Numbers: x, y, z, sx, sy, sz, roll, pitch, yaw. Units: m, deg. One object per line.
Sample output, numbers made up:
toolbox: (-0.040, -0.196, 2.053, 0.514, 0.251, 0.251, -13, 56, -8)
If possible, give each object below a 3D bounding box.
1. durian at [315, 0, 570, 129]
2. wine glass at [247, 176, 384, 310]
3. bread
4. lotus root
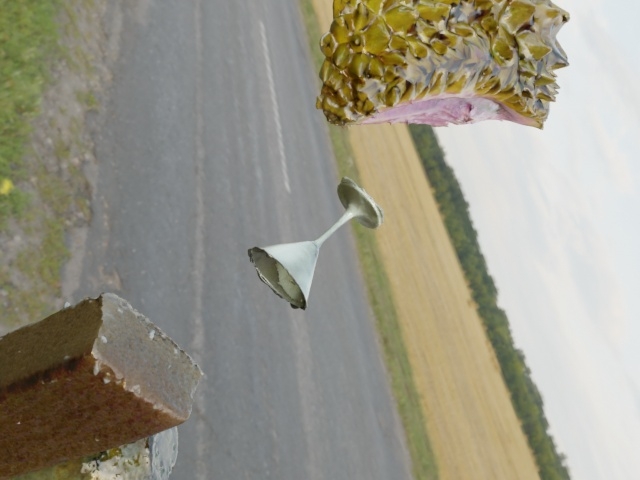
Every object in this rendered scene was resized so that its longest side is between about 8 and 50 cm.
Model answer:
durian: (0.138, -0.188, 0.724, 0.112, 0.341, 0.191, 23, -69, 45)
wine glass: (0.000, 0.000, 1.141, 0.122, 0.183, 0.122, 41, -20, 19)
bread: (-0.355, 0.194, 0.956, 0.165, 0.416, 0.113, 52, 30, -32)
lotus root: (-0.396, 0.342, 1.243, 0.250, 0.346, 0.250, -10, 90, -75)
